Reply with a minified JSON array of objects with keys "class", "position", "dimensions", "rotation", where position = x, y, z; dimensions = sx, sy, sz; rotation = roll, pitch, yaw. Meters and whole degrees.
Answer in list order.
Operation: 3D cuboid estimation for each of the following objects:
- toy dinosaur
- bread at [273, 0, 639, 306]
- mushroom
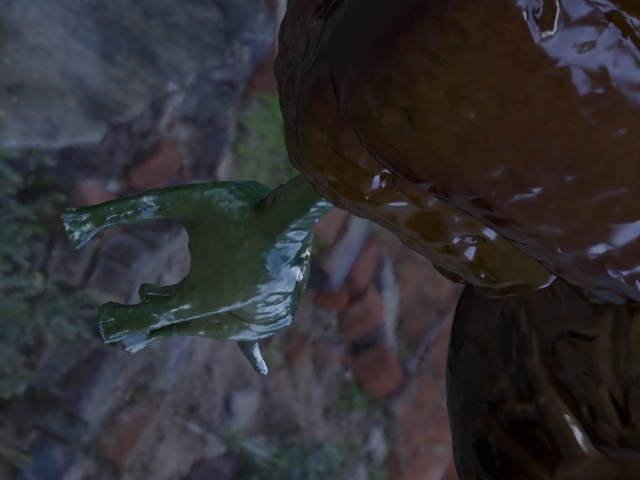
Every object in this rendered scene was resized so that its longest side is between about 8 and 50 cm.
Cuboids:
[{"class":"toy dinosaur","position":[0.000,0.000,0.946],"dimensions":[0.447,0.301,0.087],"rotation":[48,28,-68]},{"class":"bread","position":[0.082,-0.102,0.455],"dimensions":[0.247,0.135,0.232],"rotation":[-50,-154,45]},{"class":"mushroom","position":[0.173,0.104,0.600],"dimensions":[0.163,0.297,0.278],"rotation":[-36,179,-29]}]
